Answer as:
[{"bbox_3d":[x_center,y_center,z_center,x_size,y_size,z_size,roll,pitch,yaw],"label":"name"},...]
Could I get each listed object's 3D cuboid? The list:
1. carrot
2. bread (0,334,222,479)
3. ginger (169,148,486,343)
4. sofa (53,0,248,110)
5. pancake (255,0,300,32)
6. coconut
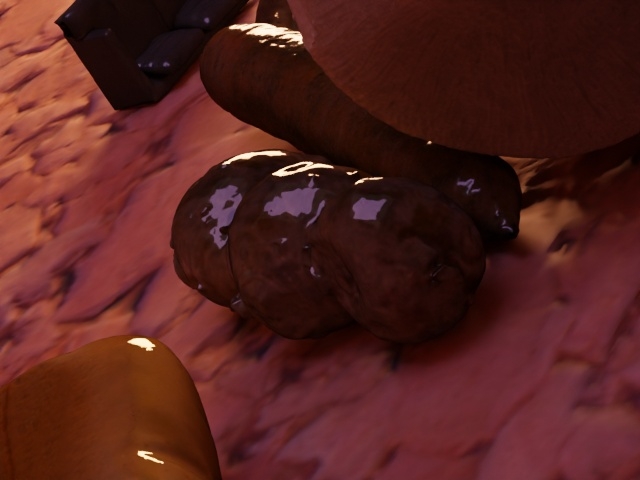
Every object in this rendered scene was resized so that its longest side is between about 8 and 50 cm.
[{"bbox_3d":[0.023,-0.063,0.968,0.070,0.070,0.342,-37,30,-11],"label":"carrot"},{"bbox_3d":[-0.097,0.120,0.739,0.134,0.085,0.173,-32,26,7],"label":"bread"},{"bbox_3d":[0.000,0.000,0.856,0.104,0.080,0.204,-35,23,-19],"label":"ginger"},{"bbox_3d":[-0.112,-0.169,1.280,0.060,0.085,0.147,-9,32,44],"label":"sofa"},{"bbox_3d":[0.062,-0.181,1.171,0.250,0.031,0.250,-25,26,13],"label":"pancake"},{"bbox_3d":[0.094,-0.163,0.839,0.237,0.237,0.266,-24,17,15],"label":"coconut"}]
